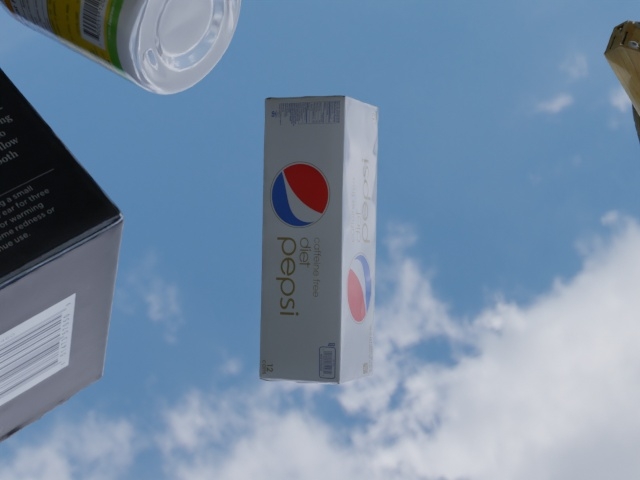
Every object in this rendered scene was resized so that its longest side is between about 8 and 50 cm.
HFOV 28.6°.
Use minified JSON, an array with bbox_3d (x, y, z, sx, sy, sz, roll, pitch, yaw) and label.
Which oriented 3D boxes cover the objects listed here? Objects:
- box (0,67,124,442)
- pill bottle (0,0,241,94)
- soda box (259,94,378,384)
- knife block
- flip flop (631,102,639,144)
[{"bbox_3d":[-0.381,-0.034,1.120,0.212,0.293,0.395,-31,-111,-29],"label":"box"},{"bbox_3d":[-0.201,-0.234,1.098,0.246,0.136,0.136,30,-115,28],"label":"pill bottle"},{"bbox_3d":[0.000,0.000,0.963,0.069,0.074,0.216,1,-91,23],"label":"soda box"},{"bbox_3d":[0.502,-0.149,1.718,0.276,0.242,0.088,19,-142,11],"label":"knife block"},{"bbox_3d":[0.523,-0.129,1.855,0.080,0.277,0.112,-3,-157,29],"label":"flip flop"}]
